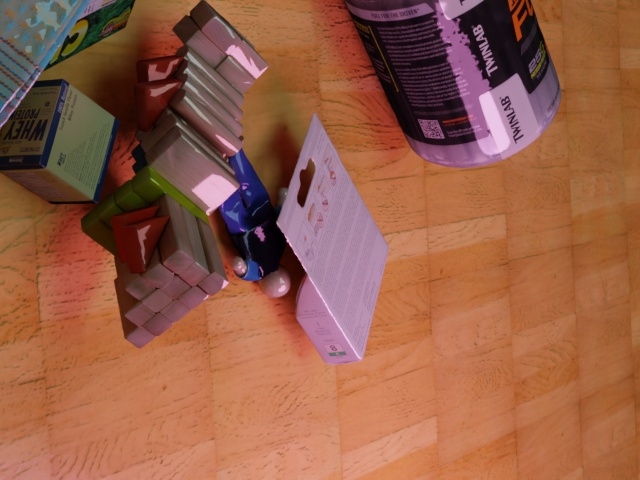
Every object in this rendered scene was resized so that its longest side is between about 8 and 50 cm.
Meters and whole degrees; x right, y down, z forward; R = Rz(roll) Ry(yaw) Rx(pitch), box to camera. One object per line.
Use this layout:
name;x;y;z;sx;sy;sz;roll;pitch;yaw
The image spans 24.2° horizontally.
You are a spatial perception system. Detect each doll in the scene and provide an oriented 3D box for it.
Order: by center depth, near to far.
doll;-0.070;-0.019;1.581;0.129;0.046;0.189;-53;132;-43

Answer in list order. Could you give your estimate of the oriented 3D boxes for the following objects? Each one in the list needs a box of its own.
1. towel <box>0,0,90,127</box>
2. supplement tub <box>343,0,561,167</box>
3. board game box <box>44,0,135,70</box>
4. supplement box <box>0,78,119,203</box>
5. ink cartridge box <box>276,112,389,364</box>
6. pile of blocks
towel;-0.281;-0.209;1.069;0.370;0.040;0.271;-55;134;-3
supplement tub;0.147;-0.270;1.787;0.338;0.207;0.207;62;41;-37
board game box;-0.229;-0.200;1.271;0.260;0.030;0.136;-42;167;-50
supplement box;-0.231;-0.085;1.310;0.083;0.056;0.083;38;58;-52
ink cartridge box;0.000;0.000;1.667;0.224;0.056;0.181;57;34;-36
pile of blocks;-0.153;-0.084;1.377;0.112;0.149;0.362;42;42;-37
